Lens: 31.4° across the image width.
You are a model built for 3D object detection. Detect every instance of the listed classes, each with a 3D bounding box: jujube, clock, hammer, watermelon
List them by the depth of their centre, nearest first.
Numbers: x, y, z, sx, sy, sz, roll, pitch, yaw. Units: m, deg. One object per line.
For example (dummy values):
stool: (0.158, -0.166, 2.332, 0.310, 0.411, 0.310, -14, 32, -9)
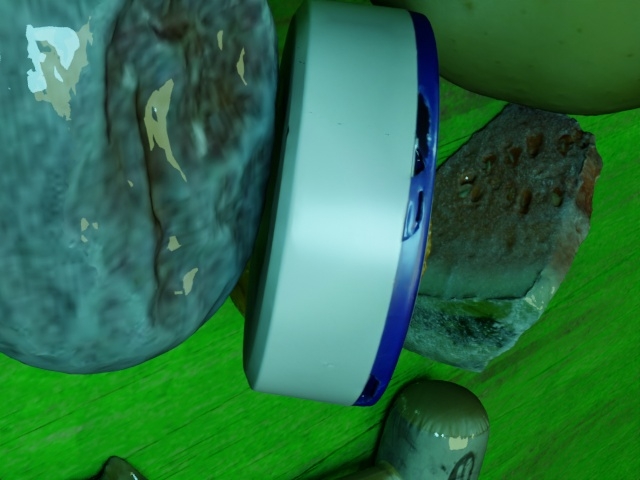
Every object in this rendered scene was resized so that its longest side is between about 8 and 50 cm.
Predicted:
jujube: (-0.146, -0.083, 0.582, 0.246, 0.215, 0.308, -33, 134, -45)
clock: (0.006, -0.021, 0.661, 0.083, 0.230, 0.231, 6, 119, -7)
watermelon: (0.163, -0.014, 1.042, 0.257, 0.192, 0.140, -58, 147, -22)
hammer: (0.036, 0.259, 1.147, 0.305, 0.113, 0.202, -11, 122, -38)

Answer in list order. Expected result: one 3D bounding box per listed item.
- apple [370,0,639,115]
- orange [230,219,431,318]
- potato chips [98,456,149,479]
apple: (0.174, -0.243, 0.725, 0.357, 0.357, 0.357, -29, 135, -33)
orange: (0.003, -0.001, 0.865, 0.177, 0.155, 0.178, -47, 157, -27)
potato chips: (-0.275, 0.346, 0.844, 0.389, 0.097, 0.373, -62, 160, 4)
